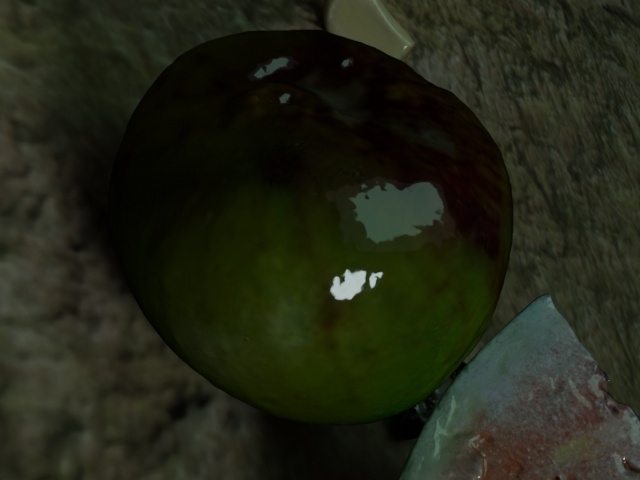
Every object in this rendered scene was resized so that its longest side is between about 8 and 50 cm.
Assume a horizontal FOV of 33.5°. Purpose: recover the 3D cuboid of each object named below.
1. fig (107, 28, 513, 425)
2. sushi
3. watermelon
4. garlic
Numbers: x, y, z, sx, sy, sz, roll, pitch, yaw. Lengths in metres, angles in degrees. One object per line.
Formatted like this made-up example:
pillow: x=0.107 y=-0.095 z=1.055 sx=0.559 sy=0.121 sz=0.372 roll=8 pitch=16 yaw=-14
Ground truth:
fig: x=0.000 y=0.000 z=0.496 sx=0.181 sy=0.181 sz=0.191 roll=-77 pitch=154 yaw=-48
sushi: x=0.073 y=0.090 z=0.643 sx=0.083 sy=0.044 sz=0.046 roll=4 pitch=64 yaw=-57
watermelon: x=0.102 y=0.205 z=0.484 sx=0.260 sy=0.176 sz=0.256 roll=-46 pitch=117 yaw=-24
garlic: x=0.031 y=-0.158 z=0.768 sx=0.083 sy=0.053 sz=0.041 roll=50 pitch=34 yaw=-4
